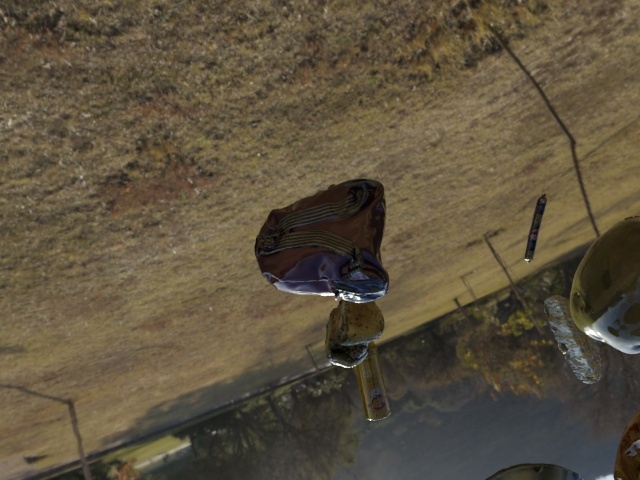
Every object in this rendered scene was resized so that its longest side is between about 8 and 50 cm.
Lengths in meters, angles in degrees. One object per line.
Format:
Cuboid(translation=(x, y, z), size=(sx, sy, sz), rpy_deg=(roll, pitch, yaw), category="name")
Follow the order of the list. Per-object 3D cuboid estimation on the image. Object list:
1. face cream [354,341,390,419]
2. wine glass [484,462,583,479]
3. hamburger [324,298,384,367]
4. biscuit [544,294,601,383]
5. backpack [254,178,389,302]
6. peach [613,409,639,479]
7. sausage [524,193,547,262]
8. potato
Cuboid(translation=(0.191, 0.520, 2.008), size=(0.104, 0.349, 0.105), rpy_deg=(-12, 178, 0), category="face cream")
Cuboid(translation=(0.492, 0.722, 1.062), size=(0.266, 0.406, 0.267), rpy_deg=(2, 126, 2), category="wine glass")
Cuboid(translation=(0.126, 0.313, 1.789), size=(0.192, 0.288, 0.168), rpy_deg=(18, 118, -9), category="hamburger")
Cuboid(translation=(0.816, 0.308, 1.631), size=(0.179, 0.281, 0.084), rpy_deg=(-2, 156, -47), category="biscuit")
Cuboid(translation=(0.000, 0.000, 1.191), size=(0.316, 0.284, 0.197), rpy_deg=(-2, 157, 10), category="backpack")
Cuboid(translation=(0.618, 0.390, 0.863), size=(0.214, 0.214, 0.236), rpy_deg=(-5, 140, -40), category="peach")
Cuboid(translation=(0.577, -0.030, 1.363), size=(0.025, 0.028, 0.199), rpy_deg=(-31, 131, -56), category="sausage")
Cuboid(translation=(0.730, 0.111, 1.202), size=(0.220, 0.243, 0.327), rpy_deg=(15, 118, 3), category="potato")
